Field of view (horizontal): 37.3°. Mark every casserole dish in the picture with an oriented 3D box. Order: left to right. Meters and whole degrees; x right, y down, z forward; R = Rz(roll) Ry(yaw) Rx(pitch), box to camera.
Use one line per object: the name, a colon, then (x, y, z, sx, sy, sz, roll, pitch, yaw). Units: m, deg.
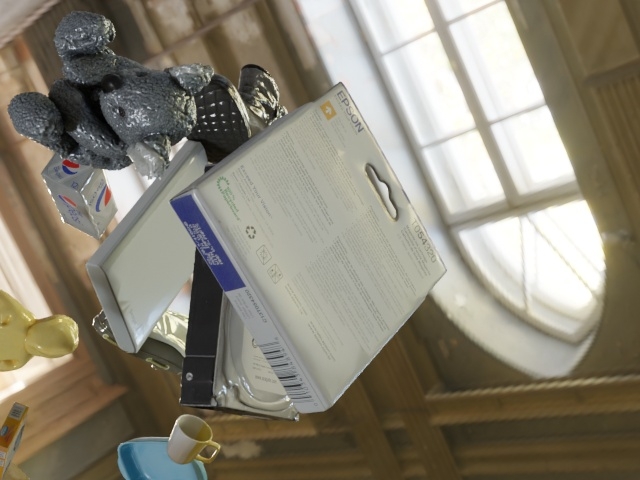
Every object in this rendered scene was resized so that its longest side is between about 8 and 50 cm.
casserole dish: (-0.264, 0.381, 1.605, 0.188, 0.114, 0.037, -8, -161, 35)

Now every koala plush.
koala plush: (-0.245, -0.174, 1.244, 0.221, 0.203, 0.196, 9, -113, 38)

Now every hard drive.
hard drive: (-0.263, 0.007, 1.569, 0.040, 0.203, 0.308, 12, -133, 21)
hard drive: (-0.095, 0.081, 1.367, 0.064, 0.339, 0.237, -4, 163, 28)

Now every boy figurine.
boy figurine: (-0.590, 0.164, 1.761, 0.285, 0.177, 0.092, 3, -157, 7)

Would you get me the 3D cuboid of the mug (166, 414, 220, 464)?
mug: (-0.208, 0.326, 1.505, 0.064, 0.078, 0.062, -58, 159, 20)

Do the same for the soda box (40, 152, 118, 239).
soda box: (-0.523, -0.103, 2.077, 0.091, 0.098, 0.286, -61, 174, -20)

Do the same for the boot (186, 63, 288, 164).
boot: (-0.147, -0.235, 1.695, 0.118, 0.338, 0.223, 2, -121, 12)

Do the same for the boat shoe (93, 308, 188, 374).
boat shoe: (-0.295, 0.191, 1.781, 0.091, 0.305, 0.109, -30, -132, 18)

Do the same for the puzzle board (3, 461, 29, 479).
puzzle board: (-0.578, 0.392, 1.625, 0.096, 0.128, 0.011, -28, 153, -58)

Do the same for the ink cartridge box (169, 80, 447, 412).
ink cartridge box: (0.000, 0.000, 1.255, 0.071, 0.324, 0.330, -18, -163, 43)

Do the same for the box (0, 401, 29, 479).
box: (-0.501, 0.327, 1.513, 0.081, 0.028, 0.136, -75, -169, -45)
